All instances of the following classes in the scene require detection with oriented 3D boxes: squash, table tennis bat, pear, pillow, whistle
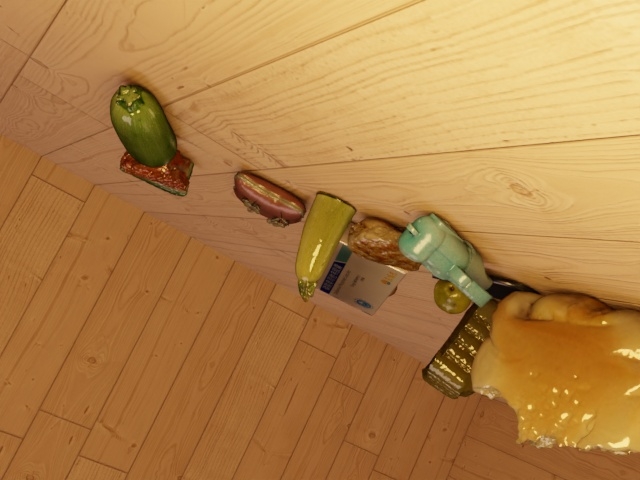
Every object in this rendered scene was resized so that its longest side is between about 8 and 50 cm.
[{"bbox_3d":[-0.354,-0.221,1.504,0.107,0.107,0.395,26,169,1],"label":"squash"},{"bbox_3d":[0.346,0.095,1.555,0.236,0.027,0.150,15,167,21],"label":"table tennis bat"},{"bbox_3d":[-0.001,0.019,1.534,0.094,0.224,0.094,19,172,3],"label":"squash"},{"bbox_3d":[0.306,0.130,1.716,0.092,0.092,0.097,19,168,33],"label":"pear"},{"bbox_3d":[-0.120,-0.087,1.689,0.179,0.075,0.171,28,171,-3],"label":"pillow"},{"bbox_3d":[0.234,0.027,1.361,0.274,0.093,0.186,32,-165,-43],"label":"whistle"}]

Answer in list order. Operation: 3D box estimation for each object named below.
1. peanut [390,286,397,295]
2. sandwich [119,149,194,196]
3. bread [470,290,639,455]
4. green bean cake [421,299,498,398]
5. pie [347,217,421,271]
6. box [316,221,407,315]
[{"bbox_3d":[0.161,0.117,2.023,0.089,0.089,0.193,26,166,-3],"label":"peanut"},{"bbox_3d":[-0.377,-0.183,1.773,0.184,0.109,0.160,24,171,-23],"label":"sandwich"},{"bbox_3d":[0.467,0.231,1.311,0.329,0.245,0.424,-15,-160,-36],"label":"bread"},{"bbox_3d":[0.360,0.264,1.791,0.124,0.236,0.233,37,170,10],"label":"green bean cake"},{"bbox_3d":[0.138,0.010,1.532,0.163,0.079,0.193,24,169,10],"label":"pie"},{"bbox_3d":[0.088,0.070,1.800,0.200,0.065,0.343,26,157,2],"label":"box"}]
